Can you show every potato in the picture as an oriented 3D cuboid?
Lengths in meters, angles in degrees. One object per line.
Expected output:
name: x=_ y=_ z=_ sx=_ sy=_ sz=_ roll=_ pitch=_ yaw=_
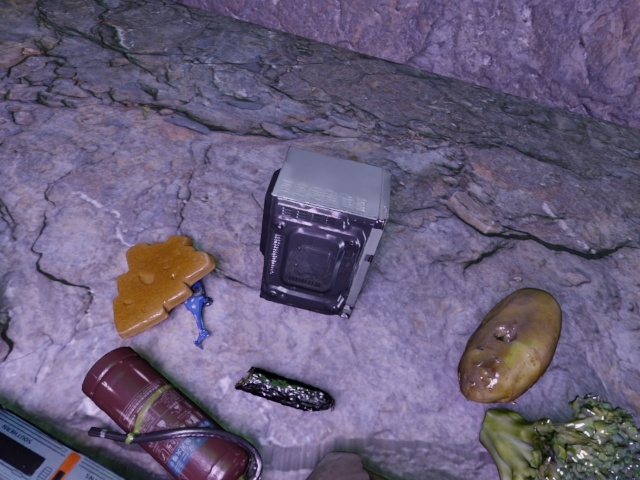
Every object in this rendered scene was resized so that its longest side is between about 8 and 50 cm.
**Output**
potato: x=0.364 y=0.210 z=0.837 sx=0.296 sy=0.192 sz=0.141 roll=-31 pitch=72 yaw=-37

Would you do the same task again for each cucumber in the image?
cucumber: x=-0.061 y=0.268 z=0.774 sx=0.181 sy=0.053 sz=0.053 roll=17 pitch=44 yaw=0

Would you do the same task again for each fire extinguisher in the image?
fire extinguisher: x=-0.222 y=0.307 z=0.660 sx=0.341 sy=0.105 sz=0.141 roll=33 pitch=68 yaw=18

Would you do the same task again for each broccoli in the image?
broccoli: x=0.370 y=0.382 z=0.697 sx=0.288 sy=0.248 sz=0.245 roll=-12 pitch=13 yaw=-11

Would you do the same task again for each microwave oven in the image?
microwave oven: x=0.000 y=0.000 z=0.878 sx=0.237 sy=0.295 sz=0.181 roll=13 pitch=45 yaw=-1

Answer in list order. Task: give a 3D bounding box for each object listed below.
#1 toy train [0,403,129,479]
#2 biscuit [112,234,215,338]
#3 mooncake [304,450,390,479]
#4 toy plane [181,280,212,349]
toy train: x=-0.347 y=0.342 z=0.600 sx=0.409 sy=0.086 sz=0.089 roll=24 pitch=45 yaw=10
biscuit: x=-0.327 y=0.088 z=0.865 sx=0.212 sy=0.041 sz=0.239 roll=8 pitch=55 yaw=20
mooncake: x=0.034 y=0.412 z=0.541 sx=0.254 sy=0.250 sz=0.136 roll=-30 pitch=103 yaw=-34
toy plane: x=-0.249 y=0.136 z=0.863 sx=0.062 sy=0.054 sz=0.167 roll=-26 pitch=52 yaw=-3
